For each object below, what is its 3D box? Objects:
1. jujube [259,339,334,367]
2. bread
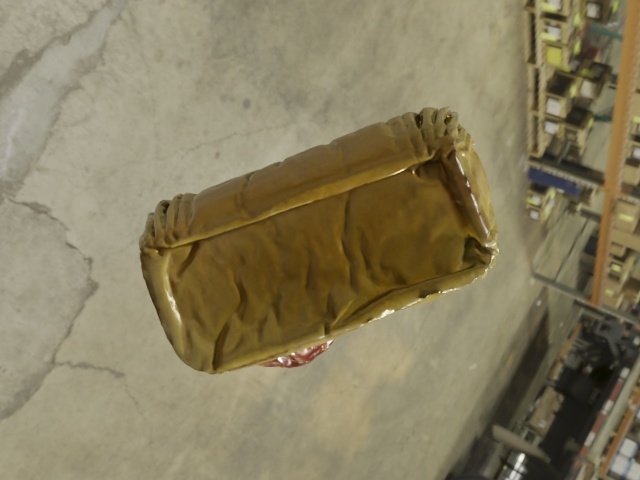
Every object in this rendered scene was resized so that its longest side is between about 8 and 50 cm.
[{"bbox_3d":[-0.067,0.068,0.913,0.174,0.250,0.174,-2,95,-22],"label":"jujube"},{"bbox_3d":[0.000,0.000,0.574,0.119,0.288,0.152,-63,133,-82],"label":"bread"}]
